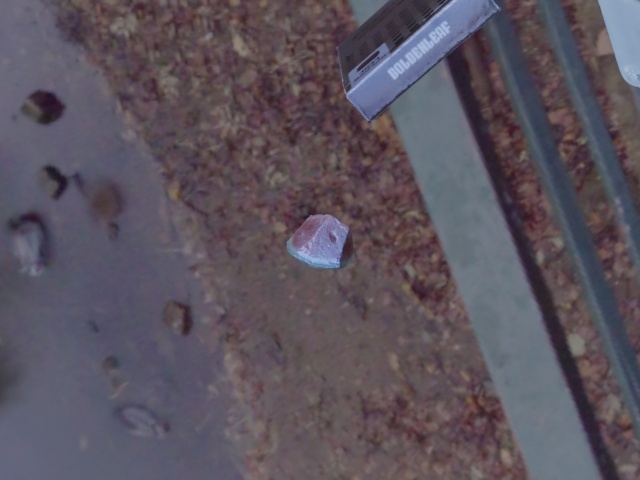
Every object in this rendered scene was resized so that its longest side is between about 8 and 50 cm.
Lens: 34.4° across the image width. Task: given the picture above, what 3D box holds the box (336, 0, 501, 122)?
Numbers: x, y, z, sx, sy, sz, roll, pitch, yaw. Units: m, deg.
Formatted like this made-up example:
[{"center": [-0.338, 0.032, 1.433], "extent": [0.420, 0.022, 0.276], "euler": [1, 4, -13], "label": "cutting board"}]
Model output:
[{"center": [0.102, -0.245, 1.215], "extent": [0.180, 0.325, 0.047], "euler": [-40, 106, 12], "label": "box"}]

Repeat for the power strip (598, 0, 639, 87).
[{"center": [0.291, -0.286, 0.951], "extent": [0.091, 0.062, 0.385], "euler": [8, 143, 39], "label": "power strip"}]

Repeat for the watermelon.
[{"center": [-0.004, 0.002, 1.370], "extent": [0.084, 0.092, 0.072], "euler": [3, 100, 43], "label": "watermelon"}]
